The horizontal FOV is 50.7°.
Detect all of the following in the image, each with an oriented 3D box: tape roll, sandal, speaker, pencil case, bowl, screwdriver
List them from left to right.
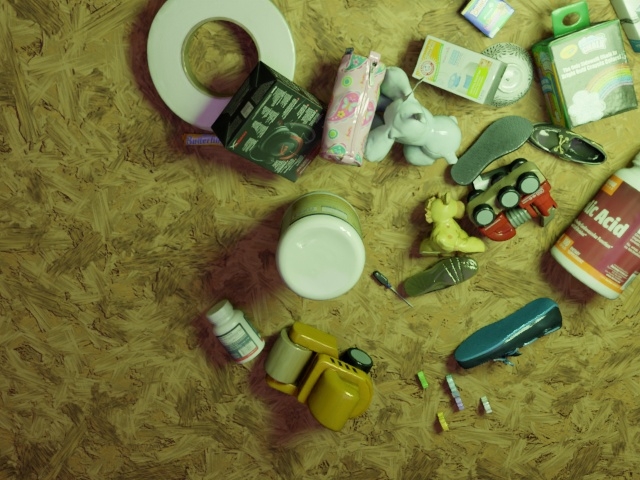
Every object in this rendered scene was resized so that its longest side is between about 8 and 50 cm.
[{"bbox_3d":[-0.256,-0.480,1.768,0.391,0.072,0.392,0,111,1],"label":"tape roll"},{"bbox_3d":[0.081,-0.331,1.703,0.124,0.124,0.284,15,88,-5],"label":"pencil case"},{"bbox_3d":[0.220,0.149,2.019,0.170,0.025,0.024,43,105,-13],"label":"screwdriver"},{"bbox_3d":[0.464,-0.251,1.855,0.254,0.054,0.097,-37,78,13],"label":"sandal"},{"bbox_3d":[0.490,-0.173,1.883,0.136,0.055,0.055,-19,109,8],"label":"speaker"},{"bbox_3d":[0.490,-0.430,1.776,0.170,0.080,0.170,0,111,0],"label":"bowl"}]

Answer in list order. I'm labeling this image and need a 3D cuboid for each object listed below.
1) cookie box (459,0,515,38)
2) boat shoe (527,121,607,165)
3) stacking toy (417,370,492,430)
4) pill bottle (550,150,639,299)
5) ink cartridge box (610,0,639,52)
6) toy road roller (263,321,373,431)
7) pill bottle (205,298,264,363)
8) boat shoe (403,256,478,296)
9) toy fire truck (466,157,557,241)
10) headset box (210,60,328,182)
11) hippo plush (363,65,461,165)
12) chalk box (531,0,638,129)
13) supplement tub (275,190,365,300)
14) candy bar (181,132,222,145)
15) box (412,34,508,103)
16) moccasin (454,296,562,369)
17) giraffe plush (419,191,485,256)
[{"bbox_3d":[0.428,-0.590,1.739,0.107,0.040,0.092,36,107,-11],"label":"cookie box"},{"bbox_3d":[0.672,-0.264,1.841,0.227,0.069,0.081,16,109,-6],"label":"boat shoe"},{"bbox_3d":[0.423,0.480,2.123,0.166,0.052,0.221,-24,107,8],"label":"stacking toy"},{"bbox_3d":[0.836,-0.053,1.835,0.224,0.224,0.392,32,107,-11],"label":"pill bottle"},{"bbox_3d":[0.838,-0.594,1.714,0.139,0.082,0.191,-32,108,11],"label":"ink cartridge box"},{"bbox_3d":[0.000,0.416,2.002,0.329,0.241,0.203,25,108,-9],"label":"toy road roller"},{"bbox_3d":[-0.259,0.270,2.021,0.108,0.108,0.180,-31,106,11],"label":"pill bottle"},{"bbox_3d":[0.353,0.104,1.977,0.223,0.073,0.080,-23,84,12],"label":"boat shoe"},{"bbox_3d":[0.549,-0.078,1.854,0.217,0.158,0.246,-38,113,20],"label":"toy fire truck"},{"bbox_3d":[-0.099,-0.295,1.755,0.293,0.110,0.218,22,114,-47],"label":"headset box"},{"bbox_3d":[0.254,-0.317,1.764,0.236,0.235,0.294,14,156,-30],"label":"hippo plush"},{"bbox_3d":[0.657,-0.451,1.711,0.180,0.179,0.289,-17,102,7],"label":"chalk box"},{"bbox_3d":[0.000,0.000,1.809,0.228,0.316,0.229,0,110,1],"label":"supplement tub"},{"bbox_3d":[-0.303,-0.278,1.869,0.161,0.018,0.040,1,110,-1],"label":"candy bar"},{"bbox_3d":[0.355,-0.435,1.723,0.203,0.103,0.114,28,110,19],"label":"box"},{"bbox_3d":[0.571,0.305,2.015,0.341,0.138,0.117,-29,112,11],"label":"moccasin"},{"bbox_3d":[0.346,-0.046,1.877,0.181,0.210,0.171,-8,81,42],"label":"giraffe plush"}]
